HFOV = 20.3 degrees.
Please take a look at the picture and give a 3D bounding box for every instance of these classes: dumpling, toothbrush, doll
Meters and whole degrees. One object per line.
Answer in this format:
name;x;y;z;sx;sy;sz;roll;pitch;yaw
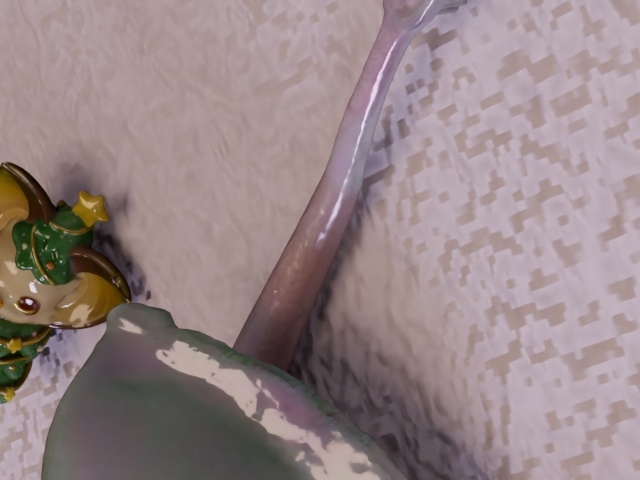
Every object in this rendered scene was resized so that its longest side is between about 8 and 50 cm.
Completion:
dumpling;-0.024;0.125;0.634;0.105;0.149;0.217;-136;37;-85
toothbrush;0.000;0.000;0.654;0.025;0.029;0.307;45;128;28
doll;-0.127;0.014;0.767;0.113;0.076;0.078;-41;94;11
